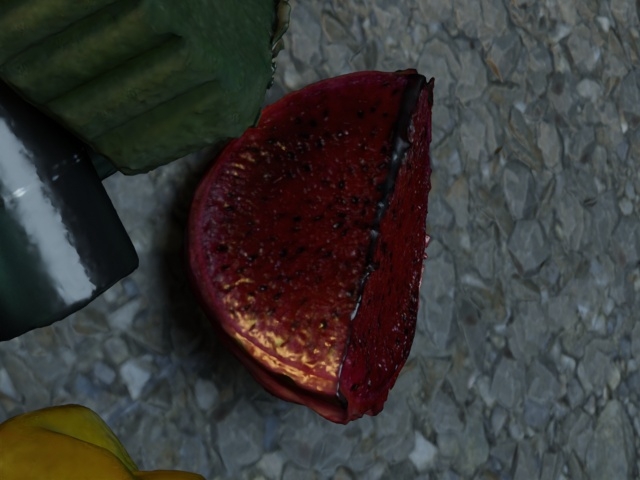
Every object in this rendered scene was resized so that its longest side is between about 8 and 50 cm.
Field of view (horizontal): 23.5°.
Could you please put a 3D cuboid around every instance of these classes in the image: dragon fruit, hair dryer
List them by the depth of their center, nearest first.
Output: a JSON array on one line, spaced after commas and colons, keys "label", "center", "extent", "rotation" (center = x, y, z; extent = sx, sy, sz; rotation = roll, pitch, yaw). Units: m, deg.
[{"label": "hair dryer", "center": [-0.160, -0.109, 0.952], "extent": [0.302, 0.116, 0.244], "rotation": [-40, 111, -51]}, {"label": "dragon fruit", "center": [0.000, 0.000, 1.055], "extent": [0.189, 0.163, 0.261], "rotation": [23, 64, -9]}]

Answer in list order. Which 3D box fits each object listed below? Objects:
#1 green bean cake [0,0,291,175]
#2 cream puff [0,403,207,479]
[{"label": "green bean cake", "center": [-0.115, -0.175, 0.854], "extent": [0.222, 0.125, 0.227], "rotation": [40, 40, -38]}, {"label": "cream puff", "center": [-0.130, 0.266, 0.781], "extent": [0.274, 0.270, 0.323], "rotation": [36, 59, -7]}]
